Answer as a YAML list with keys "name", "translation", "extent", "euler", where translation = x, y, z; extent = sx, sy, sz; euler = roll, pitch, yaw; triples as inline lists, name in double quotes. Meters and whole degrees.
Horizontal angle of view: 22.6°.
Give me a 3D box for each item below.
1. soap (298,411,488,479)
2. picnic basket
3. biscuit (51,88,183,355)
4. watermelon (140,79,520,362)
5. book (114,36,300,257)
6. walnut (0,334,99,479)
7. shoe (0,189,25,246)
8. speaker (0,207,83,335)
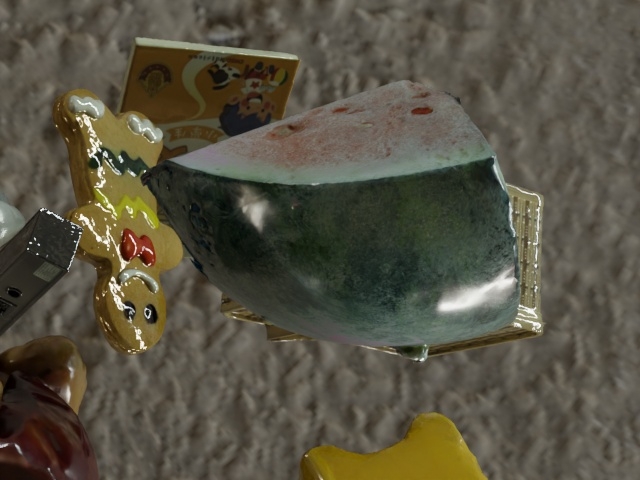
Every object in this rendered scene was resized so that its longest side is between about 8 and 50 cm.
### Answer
- name: "soap"
  translation: [0.058, 0.275, 0.941]
  extent: [0.096, 0.204, 0.324]
  euler: [-16, 142, -18]
- name: "picnic basket"
  translation: [0.063, 0.023, 1.719]
  extent: [0.313, 0.228, 0.175]
  euler: [15, 71, -38]
- name: "biscuit"
  translation: [-0.176, -0.016, 1.437]
  extent: [0.158, 0.035, 0.240]
  euler: [10, 67, -56]
- name: "watermelon"
  translation: [0.003, 0.006, 1.016]
  extent: [0.188, 0.322, 0.175]
  euler: [-21, 93, -5]
- name: "book"
  translation: [-0.159, -0.104, 1.933]
  extent: [0.208, 0.020, 0.295]
  euler: [2, 124, -25]
- name: "walnut"
  translation: [-0.246, 0.183, 0.997]
  extent: [0.222, 0.244, 0.269]
  euler: [28, 105, 9]
- name: "shoe"
  translation: [-0.267, -0.039, 0.886]
  extent: [0.099, 0.228, 0.125]
  euler: [-40, 125, -53]
- name: "speaker"
  translation: [-0.256, 0.039, 1.308]
  extent: [0.040, 0.191, 0.046]
  euler: [28, 52, -21]
